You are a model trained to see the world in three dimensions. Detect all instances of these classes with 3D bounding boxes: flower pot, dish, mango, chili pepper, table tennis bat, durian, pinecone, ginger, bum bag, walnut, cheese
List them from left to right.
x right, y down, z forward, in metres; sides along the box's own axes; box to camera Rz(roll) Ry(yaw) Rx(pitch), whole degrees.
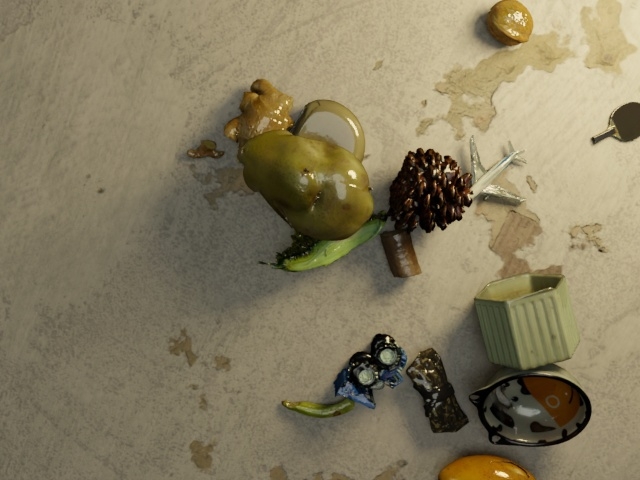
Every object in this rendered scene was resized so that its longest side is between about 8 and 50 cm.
[{"bbox_3d":[-0.297,-0.236,1.720,0.097,0.030,0.048,0,98,-1],"label":"ginger"},{"bbox_3d":[-0.156,-0.290,1.678,0.157,0.102,0.216,31,96,1],"label":"ginger"},{"bbox_3d":[0.000,0.452,1.792,0.208,0.043,0.049,-5,109,1],"label":"chili pepper"},{"bbox_3d":[0.003,-0.001,1.696,0.375,0.106,0.132,-24,121,-20],"label":"durian"},{"bbox_3d":[0.025,-0.257,1.687,0.202,0.091,0.175,34,97,-4],"label":"cheese"},{"bbox_3d":[0.271,-0.115,1.642,0.221,0.221,0.221,0,96,0],"label":"pinecone"},{"bbox_3d":[0.306,0.406,1.770,0.102,0.069,0.248,-29,95,-33],"label":"bum bag"},{"bbox_3d":[0.456,0.665,1.763,0.290,0.160,0.191,21,103,8],"label":"mango"},{"bbox_3d":[0.470,-0.536,1.648,0.124,0.105,0.105,38,95,-4],"label":"walnut"},{"bbox_3d":[0.518,0.199,1.677,0.209,0.239,0.189,-12,99,32],"label":"flower pot"},{"bbox_3d":[0.541,0.401,1.719,0.303,0.120,0.303,6,126,8],"label":"dish"},{"bbox_3d":[0.773,-0.295,1.716,0.158,0.014,0.095,-28,97,2],"label":"table tennis bat"}]

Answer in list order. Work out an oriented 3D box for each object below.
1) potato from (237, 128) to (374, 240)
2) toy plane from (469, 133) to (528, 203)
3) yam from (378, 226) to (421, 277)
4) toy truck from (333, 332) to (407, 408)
[{"bbox_3d":[-0.035,-0.140,1.592,0.351,0.202,0.218,23,128,4],"label":"potato"},{"bbox_3d":[0.431,-0.161,1.712,0.226,0.058,0.226,-41,100,8],"label":"toy plane"},{"bbox_3d":[0.207,0.033,1.724,0.084,0.084,0.127,-15,95,2],"label":"yam"},{"bbox_3d":[0.135,0.351,1.745,0.208,0.113,0.126,-39,96,5],"label":"toy truck"}]
